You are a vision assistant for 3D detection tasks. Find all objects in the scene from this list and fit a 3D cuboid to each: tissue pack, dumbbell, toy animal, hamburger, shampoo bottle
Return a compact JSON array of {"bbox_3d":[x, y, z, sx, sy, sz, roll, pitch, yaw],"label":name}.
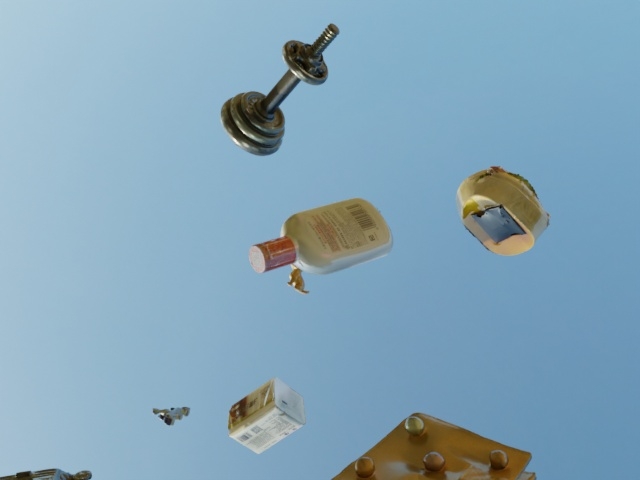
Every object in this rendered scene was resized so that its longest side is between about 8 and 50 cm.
[{"bbox_3d":[-0.124,0.403,1.665,0.148,0.106,0.099,-36,-148,20],"label":"tissue pack"},{"bbox_3d":[-0.056,-0.226,1.071,0.254,0.110,0.110,-43,-147,37],"label":"dumbbell"},{"bbox_3d":[-0.050,0.091,1.904,0.081,0.060,0.083,29,-99,7],"label":"toy animal"},{"bbox_3d":[0.399,-0.064,1.584,0.173,0.210,0.116,-32,-155,43],"label":"hamburger"},{"bbox_3d":[0.000,0.000,1.037,0.220,0.051,0.108,-17,-116,-35],"label":"shampoo bottle"}]

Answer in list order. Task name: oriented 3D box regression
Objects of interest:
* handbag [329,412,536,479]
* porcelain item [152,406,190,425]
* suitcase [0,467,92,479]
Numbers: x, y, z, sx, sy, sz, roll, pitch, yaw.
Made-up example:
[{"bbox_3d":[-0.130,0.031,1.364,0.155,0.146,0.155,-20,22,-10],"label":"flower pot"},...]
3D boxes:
[{"bbox_3d":[0.164,0.443,1.238,0.283,0.133,0.401,9,-158,43],"label":"handbag"},{"bbox_3d":[-0.362,0.407,1.702,0.075,0.136,0.021,12,-91,8],"label":"porcelain item"},{"bbox_3d":[-0.476,0.448,1.032,0.312,0.202,0.128,-8,-164,-8],"label":"suitcase"}]
